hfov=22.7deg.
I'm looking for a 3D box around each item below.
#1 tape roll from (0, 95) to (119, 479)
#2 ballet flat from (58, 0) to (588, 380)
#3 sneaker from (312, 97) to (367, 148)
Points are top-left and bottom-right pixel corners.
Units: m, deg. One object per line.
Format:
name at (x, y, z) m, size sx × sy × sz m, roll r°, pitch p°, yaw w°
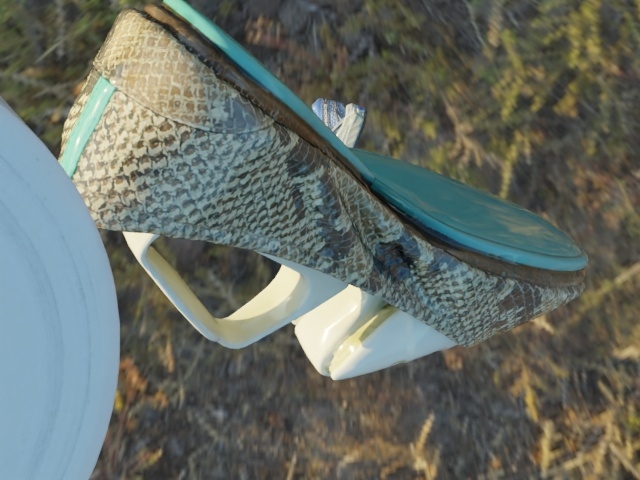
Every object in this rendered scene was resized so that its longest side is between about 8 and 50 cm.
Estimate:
tape roll at (-0.207, 0.019, 0.517) m, size 0.246 × 0.169 × 0.246 m, roll -15°, pitch 123°, yaw -25°
ballet flat at (0.000, 0.000, 1.067) m, size 0.483 × 0.164 × 0.182 m, roll 25°, pitch 102°, yaw -50°
sneaker at (-0.007, -0.068, 1.428) m, size 0.058 × 0.052 × 0.135 m, roll 24°, pitch 106°, yaw 2°
